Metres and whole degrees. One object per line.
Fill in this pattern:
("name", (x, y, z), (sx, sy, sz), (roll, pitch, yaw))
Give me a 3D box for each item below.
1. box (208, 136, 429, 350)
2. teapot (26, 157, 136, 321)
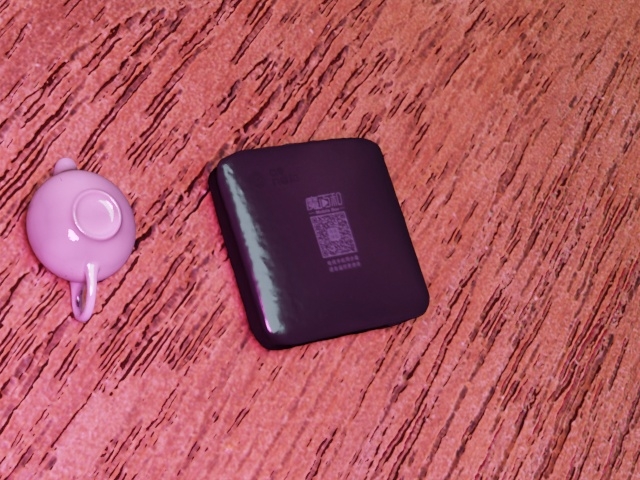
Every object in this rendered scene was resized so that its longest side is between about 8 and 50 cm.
("box", (0.000, 0.000, 1.976), (0.290, 0.073, 0.289), (-11, 77, -35))
("teapot", (-0.302, -0.010, 1.782), (0.145, 0.092, 0.226), (7, 71, -29))
